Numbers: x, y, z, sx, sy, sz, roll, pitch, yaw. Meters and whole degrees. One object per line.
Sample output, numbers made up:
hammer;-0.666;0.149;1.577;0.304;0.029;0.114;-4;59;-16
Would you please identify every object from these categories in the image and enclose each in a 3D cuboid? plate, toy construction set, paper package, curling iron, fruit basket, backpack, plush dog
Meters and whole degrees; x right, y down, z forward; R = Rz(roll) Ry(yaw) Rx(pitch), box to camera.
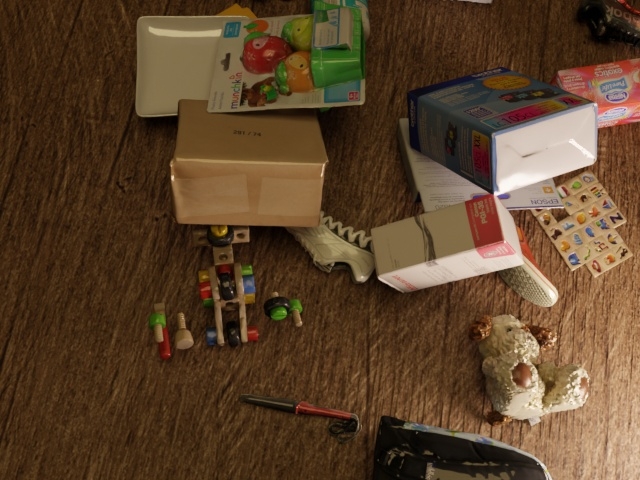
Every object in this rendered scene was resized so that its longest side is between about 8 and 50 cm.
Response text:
plate;-0.304;-0.417;1.924;0.278;0.045;0.277;-2;72;-6
toy construction set;-0.241;0.096;1.745;0.309;0.257;0.237;-24;54;11
paper package;-0.162;-0.178;1.757;0.325;0.168;0.309;1;35;-8
curling iron;-0.043;0.377;1.727;0.274;0.035;0.068;17;70;1
fruit basket;-0.072;-0.425;1.814;0.353;0.165;0.327;1;53;3
backpack;0.297;0.520;1.610;0.356;0.273;0.290;-2;67;18
plush dog;0.426;0.270;1.748;0.262;0.210;0.225;14;53;-29

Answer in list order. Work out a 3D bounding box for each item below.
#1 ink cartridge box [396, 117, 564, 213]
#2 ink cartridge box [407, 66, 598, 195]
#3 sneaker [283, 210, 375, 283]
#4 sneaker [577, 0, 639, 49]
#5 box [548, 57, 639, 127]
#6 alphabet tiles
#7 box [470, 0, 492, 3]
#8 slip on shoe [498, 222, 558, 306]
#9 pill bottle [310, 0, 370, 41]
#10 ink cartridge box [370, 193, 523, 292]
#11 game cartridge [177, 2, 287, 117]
ink cartridge box;0.365;-0.168;1.872;0.324;0.071;0.330;-2;50;-6
ink cartridge box;0.373;-0.262;1.761;0.270;0.151;0.395;-18;29;-19
sneaker;0.000;0.000;1.829;0.292;0.110;0.118;25;80;5
sneaker;0.790;-0.558;2.079;0.276;0.097;0.135;43;73;12
box;0.705;-0.361;1.988;0.257;0.128;0.122;-10;72;-8
alphabet tiles;0.646;-0.036;1.936;0.198;0.009;0.237;-27;76;-13
box;0.345;-0.736;2.035;0.262;0.231;0.126;6;71;-2
slip on shoe;0.443;0.011;1.852;0.101;0.123;0.331;-32;71;-18
pill bottle;0.046;-0.627;2.020;0.146;0.146;0.264;-1;71;-5
ink cartridge box;0.276;0.013;1.732;0.283;0.207;0.117;-16;70;20
game cartridge;-0.241;-0.416;1.981;0.324;0.052;0.285;-36;77;-17
